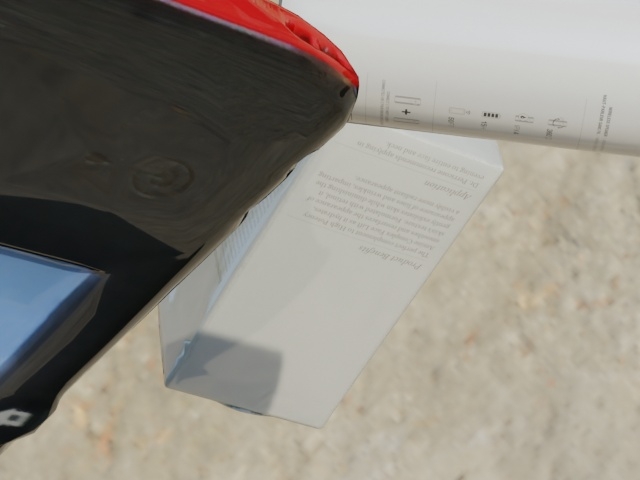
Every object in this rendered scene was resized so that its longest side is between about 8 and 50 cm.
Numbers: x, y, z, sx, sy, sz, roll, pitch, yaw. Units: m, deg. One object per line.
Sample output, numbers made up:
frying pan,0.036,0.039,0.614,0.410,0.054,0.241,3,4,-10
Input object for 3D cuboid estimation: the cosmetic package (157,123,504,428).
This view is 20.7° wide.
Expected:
cosmetic package,0.000,0.000,1.066,0.231,0.117,0.085,-55,29,31

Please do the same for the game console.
game console,-0.228,0.013,0.516,0.386,0.342,0.060,-42,41,37

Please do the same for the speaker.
speaker,0.056,-0.058,0.549,0.136,0.055,0.055,7,53,6
